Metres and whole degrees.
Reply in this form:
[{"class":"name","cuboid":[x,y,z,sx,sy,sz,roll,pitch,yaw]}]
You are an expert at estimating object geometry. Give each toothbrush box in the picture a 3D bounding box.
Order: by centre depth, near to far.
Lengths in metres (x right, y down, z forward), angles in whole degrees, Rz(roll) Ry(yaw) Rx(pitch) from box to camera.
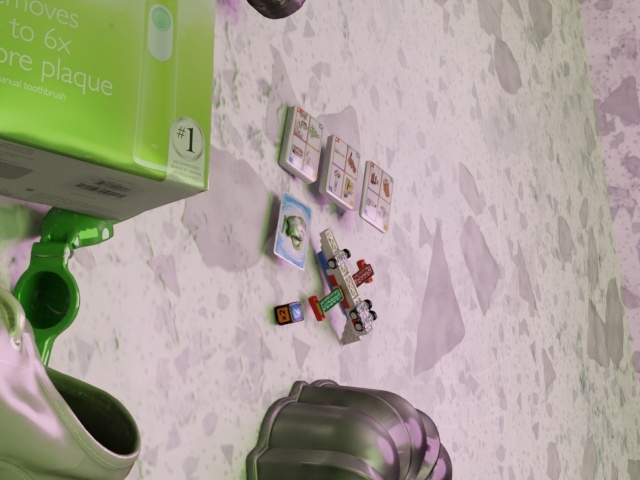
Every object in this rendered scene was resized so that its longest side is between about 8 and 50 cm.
[{"class":"toothbrush box","cuboid":[-0.189,-0.177,0.887,0.206,0.122,0.283,16,68,-41]}]

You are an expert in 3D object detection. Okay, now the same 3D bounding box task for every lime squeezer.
[{"class":"lime squeezer","cuboid":[-0.200,0.039,0.959,0.110,0.058,0.310,97,8,-50]}]

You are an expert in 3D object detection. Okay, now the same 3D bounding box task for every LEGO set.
[{"class":"LEGO set","cuboid":[0.000,0.000,1.351,0.182,0.060,0.244,33,53,-40]}]

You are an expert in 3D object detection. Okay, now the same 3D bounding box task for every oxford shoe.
[{"class":"oxford shoe","cuboid":[-0.247,0.056,0.710,0.130,0.169,0.449,-43,141,-5]}]

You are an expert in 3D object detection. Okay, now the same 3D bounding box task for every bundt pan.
[{"class":"bundt pan","cuboid":[0.054,0.303,1.273,0.331,0.124,0.331,24,62,-59]}]

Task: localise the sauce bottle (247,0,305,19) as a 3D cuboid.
[{"class":"sauce bottle","cuboid":[-0.119,-0.310,1.112,0.344,0.111,0.111,31,57,-56]}]
